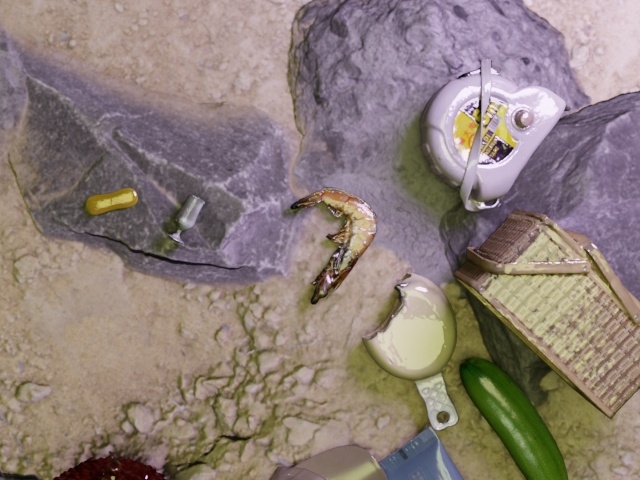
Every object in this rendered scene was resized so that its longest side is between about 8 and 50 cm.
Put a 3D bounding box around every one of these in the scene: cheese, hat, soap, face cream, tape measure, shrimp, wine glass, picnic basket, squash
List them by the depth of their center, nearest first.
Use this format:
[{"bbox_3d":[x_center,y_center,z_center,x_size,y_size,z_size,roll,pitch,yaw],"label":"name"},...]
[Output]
[{"bbox_3d":[0.385,0.097,1.406,0.313,0.228,0.175,43,93,-3],"label":"picnic basket"},{"bbox_3d":[0.263,-0.178,1.444,0.197,0.120,0.236,36,87,-8],"label":"tape measure"},{"bbox_3d":[0.017,0.435,1.469,0.173,0.144,0.166,-31,95,26],"label":"hat"},{"bbox_3d":[-0.223,-0.036,1.482,0.039,0.042,0.083,30,90,-31],"label":"wine glass"},{"bbox_3d":[0.183,0.185,1.484,0.163,0.071,0.249,-41,93,1],"label":"cheese"},{"bbox_3d":[0.000,0.000,1.488,0.148,0.035,0.195,34,85,-5],"label":"shrimp"},{"bbox_3d":[0.334,0.314,1.488,0.082,0.082,0.292,-35,94,1],"label":"squash"},{"bbox_3d":[-0.352,-0.066,1.491,0.089,0.012,0.034,-14,93,-1],"label":"soap"},{"bbox_3d":[0.253,0.503,1.496,0.135,0.086,0.385,-39,88,16],"label":"face cream"}]

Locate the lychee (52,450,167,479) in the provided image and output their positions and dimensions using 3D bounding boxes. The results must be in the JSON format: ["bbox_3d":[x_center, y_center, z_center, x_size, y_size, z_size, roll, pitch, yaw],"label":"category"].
[{"bbox_3d":[-0.332,0.469,1.394,0.264,0.264,0.300,4,117,-1],"label":"lychee"}]
